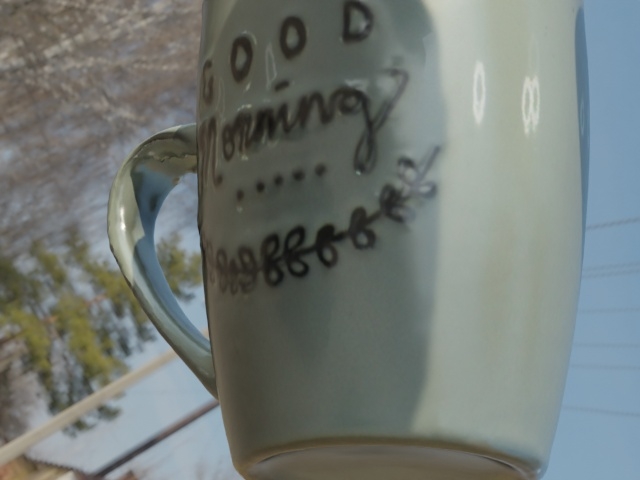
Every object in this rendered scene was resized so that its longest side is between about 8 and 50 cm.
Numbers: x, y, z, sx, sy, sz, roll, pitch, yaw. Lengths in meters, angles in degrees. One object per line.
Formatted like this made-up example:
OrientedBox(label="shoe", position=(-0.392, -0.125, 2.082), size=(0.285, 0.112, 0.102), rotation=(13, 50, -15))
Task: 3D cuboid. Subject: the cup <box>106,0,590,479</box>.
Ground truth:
OrientedBox(label="cup", position=(0.000, 0.000, 0.547), size=(0.258, 0.234, 0.186), rotation=(-11, -27, 31))
